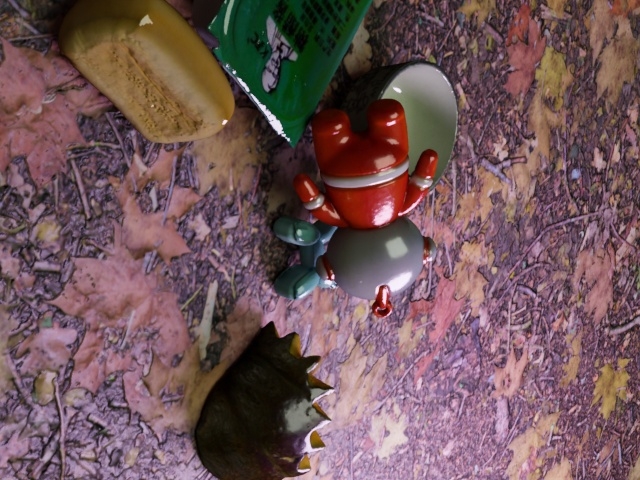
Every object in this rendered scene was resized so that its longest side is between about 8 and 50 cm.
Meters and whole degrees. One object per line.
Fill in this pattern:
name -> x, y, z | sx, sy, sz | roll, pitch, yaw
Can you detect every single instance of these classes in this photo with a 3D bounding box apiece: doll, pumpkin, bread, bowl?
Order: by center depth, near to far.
bread -> -0.192, -0.206, 1.256 | 0.217, 0.147, 0.098 | 51, 44, -47
doll -> 0.072, -0.032, 1.520 | 0.200, 0.105, 0.336 | -12, 121, -3
pumpkin -> -0.078, 0.259, 1.541 | 0.149, 0.130, 0.253 | -12, 113, -47
doll -> 0.000, 0.000, 1.600 | 0.159, 0.059, 0.159 | -10, 108, -45
bowl -> 0.099, -0.167, 1.618 | 0.211, 0.112, 0.211 | -20, 117, -45

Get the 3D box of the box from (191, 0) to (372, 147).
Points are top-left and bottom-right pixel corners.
box -> -0.045, -0.327, 1.393 | 0.336, 0.106, 0.264 | -61, 148, -14
